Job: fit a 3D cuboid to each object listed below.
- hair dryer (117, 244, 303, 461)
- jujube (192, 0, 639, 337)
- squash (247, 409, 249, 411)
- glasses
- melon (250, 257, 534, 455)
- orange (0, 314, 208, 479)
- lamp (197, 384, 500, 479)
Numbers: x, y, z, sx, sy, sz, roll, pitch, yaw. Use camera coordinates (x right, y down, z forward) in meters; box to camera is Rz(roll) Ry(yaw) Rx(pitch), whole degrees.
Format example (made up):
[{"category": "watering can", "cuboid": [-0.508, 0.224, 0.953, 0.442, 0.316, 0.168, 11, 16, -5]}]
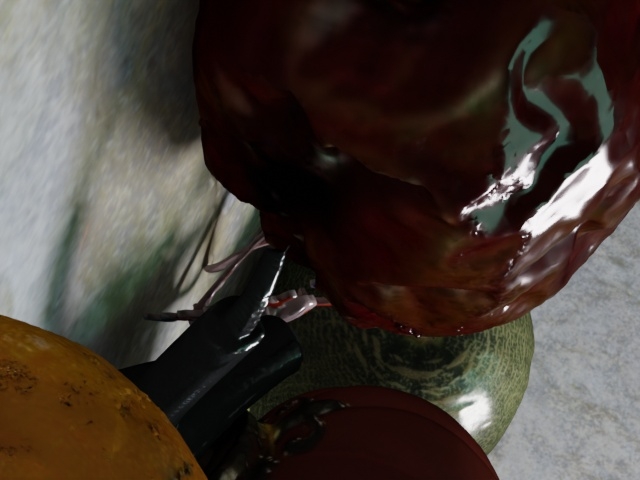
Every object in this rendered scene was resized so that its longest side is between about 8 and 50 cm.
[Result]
[{"category": "hair dryer", "cuboid": [-0.059, 0.075, 1.195, 0.235, 0.091, 0.272, -30, 172, -38]}, {"category": "jujube", "cuboid": [0.059, -0.085, 1.121, 0.276, 0.276, 0.377, -61, 169, -4]}, {"category": "squash", "cuboid": [-0.138, 0.206, 1.484, 0.250, 0.083, 0.083, -56, 169, -38]}, {"category": "glasses", "cuboid": [0.001, 0.006, 1.375, 0.255, 0.095, 0.162, -17, -178, 6]}, {"category": "melon", "cuboid": [0.051, 0.100, 1.672, 0.248, 0.248, 0.329, -58, 179, -19]}, {"category": "orange", "cuboid": [-0.149, 0.148, 0.796, 0.240, 0.240, 0.240, -59, 171, -16]}, {"category": "lamp", "cuboid": [-0.003, 0.240, 1.356, 0.303, 0.257, 0.303, -40, -164, 14]}]
